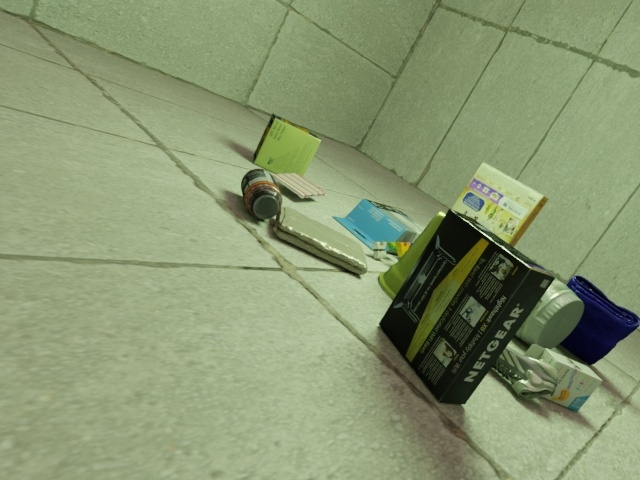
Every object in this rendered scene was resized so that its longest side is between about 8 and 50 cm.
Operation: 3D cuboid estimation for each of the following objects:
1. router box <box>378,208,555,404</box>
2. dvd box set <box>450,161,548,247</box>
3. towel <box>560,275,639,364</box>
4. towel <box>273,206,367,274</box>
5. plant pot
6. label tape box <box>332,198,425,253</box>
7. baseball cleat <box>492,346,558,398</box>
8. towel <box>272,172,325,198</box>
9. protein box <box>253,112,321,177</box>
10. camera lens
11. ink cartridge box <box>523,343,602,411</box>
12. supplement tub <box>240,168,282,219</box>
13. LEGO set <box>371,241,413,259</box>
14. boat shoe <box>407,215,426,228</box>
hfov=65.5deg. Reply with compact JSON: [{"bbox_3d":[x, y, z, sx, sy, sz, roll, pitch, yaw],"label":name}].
[{"bbox_3d":[0.273,0.126,0.997,0.081,0.308,0.243,17,21,-32],"label":"router box"},{"bbox_3d":[0.641,-0.061,1.961,0.062,0.420,0.307,18,19,-42],"label":"dvd box set"},{"bbox_3d":[0.859,0.274,1.628,0.076,0.308,0.228,-35,61,-23],"label":"towel"},{"bbox_3d":[0.000,0.000,1.395,0.282,0.049,0.187,26,18,-11],"label":"towel"},{"bbox_3d":[0.342,0.068,1.382,0.276,0.253,0.276,26,16,-8],"label":"plant pot"},{"bbox_3d":[0.244,-0.048,1.829,0.334,0.105,0.241,11,24,-47],"label":"label tape box"},{"bbox_3d":[0.448,0.304,1.173,0.206,0.072,0.109,14,45,25],"label":"baseball cleat"},{"bbox_3d":[-0.079,-0.196,1.811,0.144,0.029,0.197,34,20,17],"label":"towel"},{"bbox_3d":[-0.138,-0.370,1.996,0.201,0.199,0.136,23,17,-18],"label":"protein box"},{"bbox_3d":[0.655,0.189,1.590,0.219,0.219,0.274,14,22,-40],"label":"camera lens"},{"bbox_3d":[0.580,0.338,1.227,0.181,0.104,0.061,24,17,-14],"label":"ink cartridge box"},{"bbox_3d":[-0.165,-0.127,1.399,0.106,0.106,0.198,22,19,-23],"label":"supplement tub"},{"bbox_3d":[0.266,0.053,1.629,0.087,0.093,0.227,2,0,42],"label":"LEGO set"},{"bbox_3d":[0.387,-0.014,1.996,0.277,0.098,0.096,34,23,33],"label":"boat shoe"}]
